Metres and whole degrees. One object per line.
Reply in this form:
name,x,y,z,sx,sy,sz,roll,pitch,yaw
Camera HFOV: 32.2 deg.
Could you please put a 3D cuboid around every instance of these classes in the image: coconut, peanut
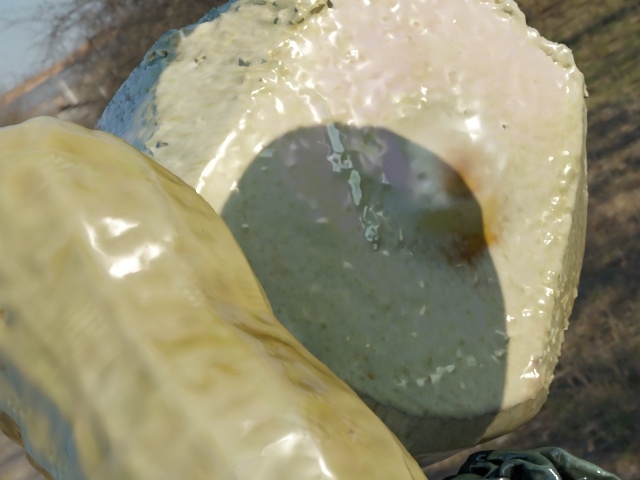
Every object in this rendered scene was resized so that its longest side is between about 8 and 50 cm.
coconut,0.000,0.000,0.862,0.404,0.404,0.404,-32,11,7
peanut,-0.057,0.066,0.441,0.130,0.290,0.130,-30,-28,-18

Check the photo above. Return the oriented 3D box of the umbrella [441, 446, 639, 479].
umbrella,0.107,0.200,0.771,0.143,0.094,0.349,-25,-5,-36
